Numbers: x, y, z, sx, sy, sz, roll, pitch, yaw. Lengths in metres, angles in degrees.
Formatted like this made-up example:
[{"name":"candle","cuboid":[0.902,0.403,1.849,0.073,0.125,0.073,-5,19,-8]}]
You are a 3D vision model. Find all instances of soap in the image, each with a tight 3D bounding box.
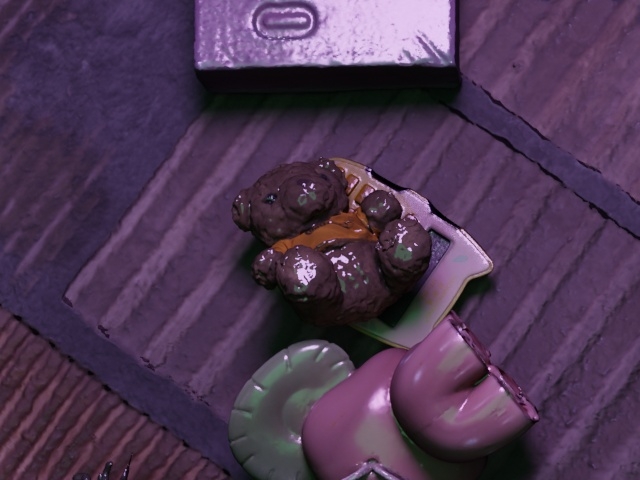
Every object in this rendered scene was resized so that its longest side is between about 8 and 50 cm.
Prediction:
[{"name":"soap","cuboid":[0.011,-0.307,2.006,0.285,0.107,0.296,-2,80,5]}]

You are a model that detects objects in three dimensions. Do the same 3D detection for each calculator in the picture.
[{"name":"calculator","cuboid":[0.055,0.013,1.977,0.236,0.033,0.157,34,87,15]}]

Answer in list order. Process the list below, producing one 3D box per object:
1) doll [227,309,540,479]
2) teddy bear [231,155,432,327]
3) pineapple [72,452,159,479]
[{"name":"doll","cuboid":[0.068,0.200,1.847,0.268,0.216,0.284,-41,86,5]},{"name":"teddy bear","cuboid":[0.000,0.000,1.917,0.177,0.140,0.190,-23,63,-19]},{"name":"pineapple","cuboid":[-0.284,0.301,1.906,0.340,0.169,0.169,-22,77,2]}]
